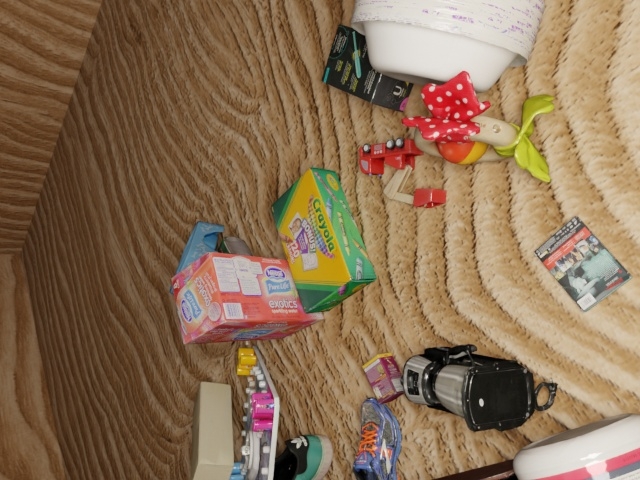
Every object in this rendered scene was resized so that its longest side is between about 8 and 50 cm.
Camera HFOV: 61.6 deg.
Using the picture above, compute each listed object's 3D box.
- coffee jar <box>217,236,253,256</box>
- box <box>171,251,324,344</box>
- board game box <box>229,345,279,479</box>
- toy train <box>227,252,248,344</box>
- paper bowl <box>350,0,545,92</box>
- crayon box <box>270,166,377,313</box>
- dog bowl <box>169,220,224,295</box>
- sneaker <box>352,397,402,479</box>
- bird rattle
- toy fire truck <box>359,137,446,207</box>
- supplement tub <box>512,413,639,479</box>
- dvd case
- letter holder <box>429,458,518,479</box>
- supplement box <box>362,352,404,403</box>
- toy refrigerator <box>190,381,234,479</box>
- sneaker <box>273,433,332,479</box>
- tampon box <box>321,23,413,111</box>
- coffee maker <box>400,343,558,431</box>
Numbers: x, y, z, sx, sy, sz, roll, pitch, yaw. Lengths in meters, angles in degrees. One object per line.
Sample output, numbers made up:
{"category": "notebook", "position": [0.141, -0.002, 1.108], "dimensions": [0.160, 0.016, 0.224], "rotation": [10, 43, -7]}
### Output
{"category": "coffee jar", "position": [-0.261, 0.085, 1.472], "dimensions": [0.096, 0.079, 0.184], "rotation": [55, 127, 34]}
{"category": "box", "position": [-0.154, 0.129, 1.178], "dimensions": [0.142, 0.300, 0.153], "rotation": [-30, 67, 33]}
{"category": "board game box", "position": [-0.166, 0.484, 1.242], "dimensions": [0.390, 0.051, 0.389], "rotation": [-159, 74, -75]}
{"category": "toy train", "position": [-0.229, 0.169, 1.324], "dimensions": [0.143, 0.105, 0.247], "rotation": [-40, 44, 37]}
{"category": "paper bowl", "position": [0.188, -0.322, 0.845], "dimensions": [0.284, 0.285, 0.147], "rotation": [26, 109, 45]}
{"category": "crayon box", "position": [0.000, 0.000, 1.187], "dimensions": [0.165, 0.081, 0.278], "rotation": [-40, 60, 40]}
{"category": "dog bowl", "position": [-0.334, 0.052, 1.449], "dimensions": [0.165, 0.074, 0.297], "rotation": [-59, 18, 25]}
{"category": "sneaker", "position": [0.106, 0.418, 1.040], "dimensions": [0.083, 0.087, 0.221], "rotation": [-26, 59, 41]}
{"category": "bird rattle", "position": [0.232, -0.156, 0.836], "dimensions": [0.207, 0.254, 0.142], "rotation": [168, 102, -71]}
{"category": "toy fire truck", "position": [0.154, -0.129, 1.049], "dimensions": [0.192, 0.047, 0.135], "rotation": [0, 90, 48]}
{"category": "supplement tub", "position": [0.383, 0.375, 0.669], "dimensions": [0.191, 0.191, 0.272], "rotation": [-39, 60, 40]}
{"category": "dvd case", "position": [0.391, 0.035, 0.807], "dimensions": [0.087, 0.013, 0.119], "rotation": [-52, 52, 33]}
{"category": "letter holder", "position": [0.206, 0.464, 0.841], "dimensions": [0.302, 0.215, 0.151], "rotation": [-39, 61, 40]}
{"category": "supplement box", "position": [0.128, 0.272, 1.062], "dimensions": [0.055, 0.043, 0.083], "rotation": [-46, 56, 36]}
{"category": "toy refrigerator", "position": [-0.274, 0.496, 1.375], "dimensions": [0.269, 0.094, 0.102], "rotation": [-112, 36, -60]}
{"category": "sneaker", "position": [-0.089, 0.562, 1.194], "dimensions": [0.108, 0.121, 0.301], "rotation": [31, 99, 53]}
{"category": "tampon box", "position": [0.102, -0.344, 1.074], "dimensions": [0.161, 0.102, 0.120], "rotation": [38, 116, 41]}
{"category": "coffee maker", "position": [0.246, 0.241, 0.873], "dimensions": [0.178, 0.171, 0.120], "rotation": [-8, 59, 68]}
